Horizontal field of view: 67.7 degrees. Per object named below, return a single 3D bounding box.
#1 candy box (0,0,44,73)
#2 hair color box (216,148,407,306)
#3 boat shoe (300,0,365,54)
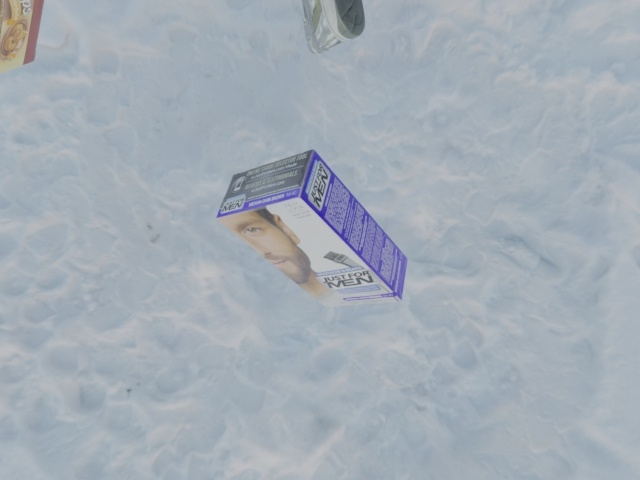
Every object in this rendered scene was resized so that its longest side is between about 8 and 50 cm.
[{"bbox_3d":[-0.552,-0.412,0.668,0.316,0.088,0.183,37,130,-7],"label":"candy box"},{"bbox_3d":[0.000,0.000,0.868,0.185,0.339,0.110,-11,50,36],"label":"hair color box"},{"bbox_3d":[-0.008,-0.493,0.828,0.103,0.118,0.321,-13,91,40],"label":"boat shoe"}]
